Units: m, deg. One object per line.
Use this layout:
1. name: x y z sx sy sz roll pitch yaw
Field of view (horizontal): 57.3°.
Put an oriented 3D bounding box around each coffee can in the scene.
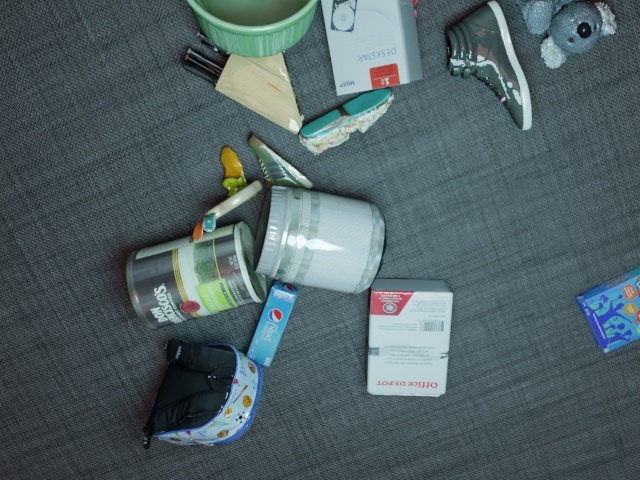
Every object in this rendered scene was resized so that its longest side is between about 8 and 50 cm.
1. coffee can: -0.290 0.083 1.400 0.276 0.201 0.201 -15 103 5

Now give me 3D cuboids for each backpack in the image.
1. backpack: -0.267 0.377 1.422 0.263 0.276 0.213 -19 141 39

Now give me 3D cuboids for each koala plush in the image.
1. koala plush: 0.536 -0.498 1.266 0.196 0.203 0.221 -36 122 19

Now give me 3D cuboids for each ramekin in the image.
1. ramekin: -0.141 -0.536 1.222 0.304 0.148 0.303 1 79 -4

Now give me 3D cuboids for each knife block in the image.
1. knife block: -0.185 -0.354 1.347 0.242 0.088 0.275 -15 104 6

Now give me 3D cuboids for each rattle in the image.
1. rattle: -0.244 -0.112 1.359 0.200 0.130 0.142 -35 116 -27

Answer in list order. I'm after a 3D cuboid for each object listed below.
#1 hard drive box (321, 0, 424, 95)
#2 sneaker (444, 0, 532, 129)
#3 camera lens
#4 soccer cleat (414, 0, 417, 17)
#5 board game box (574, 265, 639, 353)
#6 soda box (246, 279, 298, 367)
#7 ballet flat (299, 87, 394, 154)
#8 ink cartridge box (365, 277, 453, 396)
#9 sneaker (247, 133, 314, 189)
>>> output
1. hard drive box: 0.113 -0.449 1.278 0.181 0.089 0.232 -3 106 32
2. sneaker: 0.371 -0.371 1.324 0.147 0.104 0.295 -21 97 8
3. camera lens: 0.000 0.000 1.344 0.274 0.219 0.219 10 104 -12
4. soccer cleat: 0.242 -0.607 1.270 0.095 0.083 0.248 40 107 6
5. board game box: 0.773 0.167 1.471 0.210 0.047 0.160 -28 102 7
6. soda box: -0.124 0.210 1.494 0.067 0.071 0.210 21 104 -4
7. ballet flat: 0.064 -0.276 1.369 0.241 0.091 0.077 -25 135 4
8. ink cartridge box: 0.215 0.240 1.470 0.197 0.114 0.272 2 103 0
9. sneaker: -0.112 -0.162 1.403 0.192 0.064 0.086 39 97 -11
